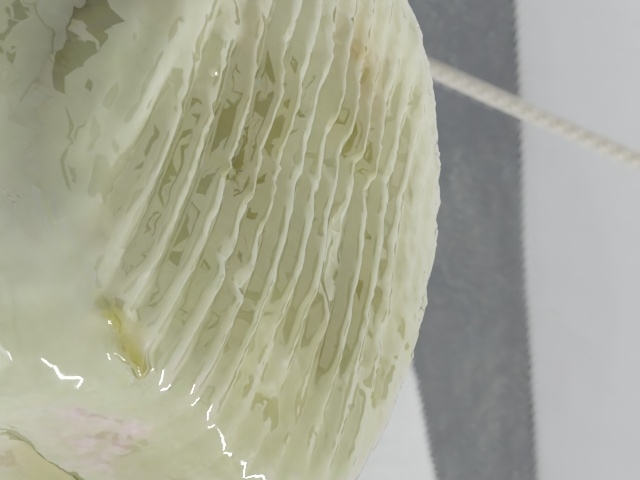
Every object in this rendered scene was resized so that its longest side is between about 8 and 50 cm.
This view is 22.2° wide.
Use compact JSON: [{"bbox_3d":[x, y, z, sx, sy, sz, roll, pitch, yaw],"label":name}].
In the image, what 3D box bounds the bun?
[{"bbox_3d":[-0.092,-0.026,0.739,0.361,0.213,0.361,14,75,-61],"label":"bun"}]
